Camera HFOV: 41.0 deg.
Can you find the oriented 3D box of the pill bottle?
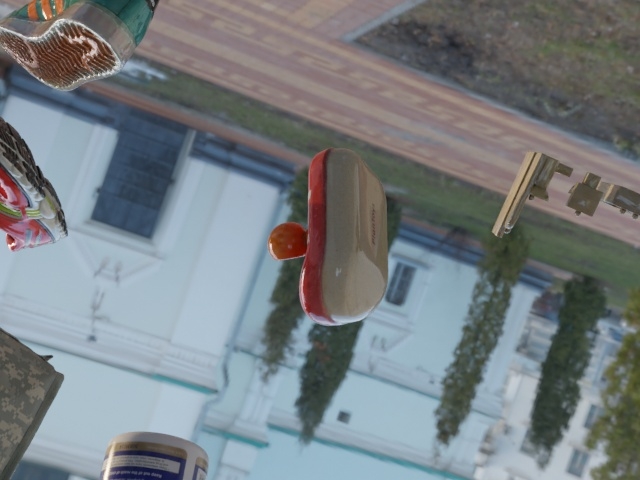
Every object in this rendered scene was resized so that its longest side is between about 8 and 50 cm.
[{"bbox_3d":[-0.251,0.415,1.195,0.153,0.264,0.153,5,148,3],"label":"pill bottle"}]

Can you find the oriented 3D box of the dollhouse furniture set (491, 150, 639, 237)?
[{"bbox_3d":[0.327,-0.030,1.128,0.151,0.123,0.144,24,-171,2],"label":"dollhouse furniture set"}]

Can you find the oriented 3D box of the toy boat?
[{"bbox_3d":[0.000,0.000,1.126,0.151,0.231,0.151,-11,152,24],"label":"toy boat"}]

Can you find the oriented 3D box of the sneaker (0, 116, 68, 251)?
[{"bbox_3d":[-0.446,-0.066,1.193,0.279,0.118,0.107,79,166,-55],"label":"sneaker"}]

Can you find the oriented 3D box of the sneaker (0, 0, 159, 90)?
[{"bbox_3d":[-0.282,-0.257,1.013,0.302,0.121,0.108,9,148,48],"label":"sneaker"}]

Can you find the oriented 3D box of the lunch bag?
[{"bbox_3d":[-0.490,0.218,1.072,0.235,0.287,0.169,43,146,-24],"label":"lunch bag"}]
